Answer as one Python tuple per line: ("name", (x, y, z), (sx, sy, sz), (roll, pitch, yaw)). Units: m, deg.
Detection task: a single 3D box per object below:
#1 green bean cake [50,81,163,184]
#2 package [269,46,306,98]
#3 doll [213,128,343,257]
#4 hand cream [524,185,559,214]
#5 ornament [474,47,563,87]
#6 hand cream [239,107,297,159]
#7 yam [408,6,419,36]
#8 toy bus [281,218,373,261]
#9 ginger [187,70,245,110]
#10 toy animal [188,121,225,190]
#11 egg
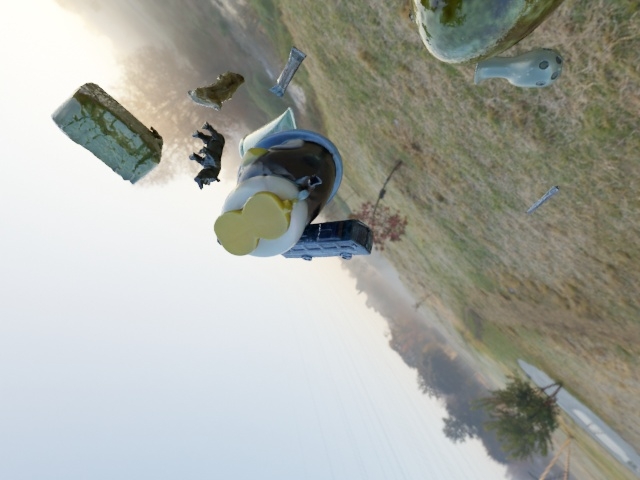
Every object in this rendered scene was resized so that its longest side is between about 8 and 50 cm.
("green bean cake", (-0.528, -0.269, 1.020), (0.236, 0.124, 0.233), (44, -173, -32))
("package", (-0.074, -0.377, 0.908), (0.037, 0.110, 0.015), (25, -161, -26))
("doll", (-0.056, -0.079, 0.583), (0.141, 0.177, 0.314), (57, -162, -16))
("hand cream", (0.533, -0.095, 0.965), (0.030, 0.093, 0.019), (14, -147, -53))
("ornament", (0.400, -0.346, 0.814), (0.156, 0.075, 0.081), (13, 163, 29))
("hand cream", (-0.124, -0.242, 1.027), (0.306, 0.093, 0.147), (16, 123, 60))
("yam", (0.390, -0.641, 1.027), (0.168, 0.304, 0.168), (23, -127, -35))
("toy bus", (0.000, 0.000, 0.649), (0.166, 0.047, 0.065), (-5, 153, 33))
("ginger", (-0.216, -0.315, 0.853), (0.044, 0.137, 0.057), (18, 135, 26))
("toy animal", (-0.217, -0.156, 0.780), (0.065, 0.047, 0.136), (34, -131, -50))
("egg", (0.241, -0.394, 0.562), (0.238, 0.289, 0.238), (14, -146, -9))
